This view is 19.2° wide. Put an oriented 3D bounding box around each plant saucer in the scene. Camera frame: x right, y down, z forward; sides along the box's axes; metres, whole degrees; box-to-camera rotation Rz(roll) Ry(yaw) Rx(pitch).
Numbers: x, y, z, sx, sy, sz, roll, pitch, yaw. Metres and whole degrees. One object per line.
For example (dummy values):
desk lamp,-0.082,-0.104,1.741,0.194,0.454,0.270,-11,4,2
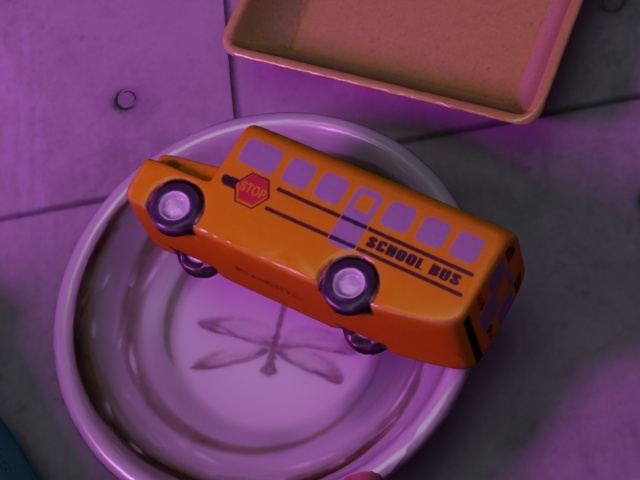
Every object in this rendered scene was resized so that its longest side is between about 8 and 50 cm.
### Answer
plant saucer,0.115,-0.274,1.880,0.332,0.081,0.333,16,70,20
plant saucer,-0.043,0.077,1.745,0.400,0.100,0.401,-5,65,11

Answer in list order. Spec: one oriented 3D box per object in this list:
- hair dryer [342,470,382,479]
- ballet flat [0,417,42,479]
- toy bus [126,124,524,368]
hair dryer,0.004,0.333,1.561,0.223,0.080,0.294,13,81,42
ballet flat,-0.253,0.329,1.668,0.483,0.164,0.182,41,102,32
toy bus,0.000,0.000,1.653,0.332,0.108,0.130,24,73,22
